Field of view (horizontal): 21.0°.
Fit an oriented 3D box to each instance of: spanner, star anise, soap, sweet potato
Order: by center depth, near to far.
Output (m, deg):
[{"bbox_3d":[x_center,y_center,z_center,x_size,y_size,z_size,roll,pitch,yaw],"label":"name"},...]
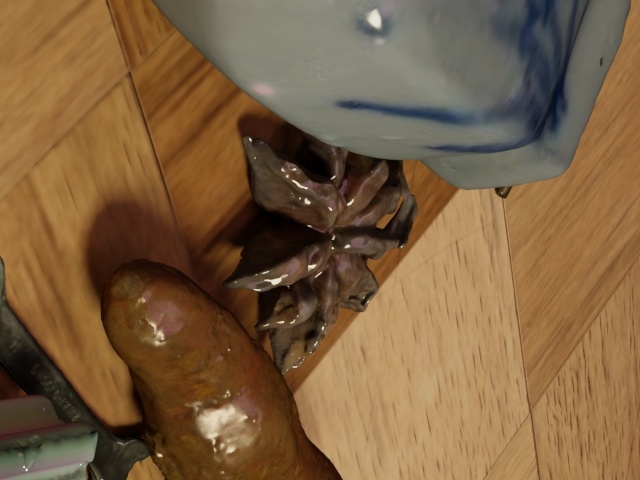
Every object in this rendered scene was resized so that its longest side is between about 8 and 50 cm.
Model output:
[{"bbox_3d":[-0.189,0.137,0.863,0.149,0.056,0.100,-6,116,-53],"label":"soap"},{"bbox_3d":[-0.149,0.083,0.950,0.054,0.015,0.254,-59,149,-22],"label":"spanner"},{"bbox_3d":[-0.053,0.126,1.052,0.095,0.106,0.354,-45,131,-17],"label":"sweet potato"},{"bbox_3d":[0.000,0.000,1.095,0.182,0.065,0.195,-7,115,-58],"label":"star anise"}]

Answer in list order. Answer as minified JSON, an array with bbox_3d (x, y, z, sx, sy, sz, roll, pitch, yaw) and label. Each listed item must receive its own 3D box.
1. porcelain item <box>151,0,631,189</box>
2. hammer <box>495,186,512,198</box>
[{"bbox_3d":[0.030,-0.173,0.921,0.405,0.178,0.242,36,75,-58],"label":"porcelain item"},{"bbox_3d":[0.182,-0.116,1.375,0.182,0.017,0.062,-65,150,-5],"label":"hammer"}]
